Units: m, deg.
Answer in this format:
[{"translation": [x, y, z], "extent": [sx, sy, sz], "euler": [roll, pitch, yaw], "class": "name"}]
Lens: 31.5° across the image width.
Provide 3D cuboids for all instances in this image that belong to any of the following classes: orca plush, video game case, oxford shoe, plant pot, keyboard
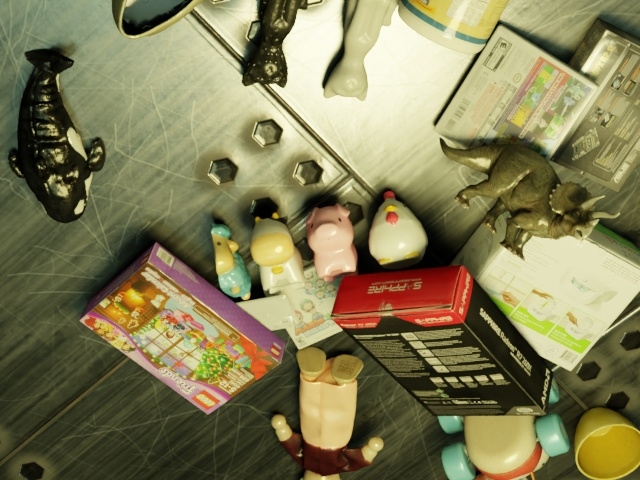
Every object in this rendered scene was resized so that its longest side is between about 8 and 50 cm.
[{"translation": [-0.408, -0.143, 1.759], "extent": [0.151, 0.102, 0.287], "euler": [9, 118, -11], "class": "orca plush"}, {"translation": [0.000, 0.106, 1.988], "extent": [0.157, 0.019, 0.143], "euler": [-25, 119, 9], "class": "video game case"}, {"translation": [0.308, -0.210, 1.799], "extent": [0.183, 0.023, 0.201], "euler": [33, 113, 3], "class": "video game case"}, {"translation": [-0.147, -0.429, 1.594], "extent": [0.140, 0.146, 0.397], "euler": [35, 111, -21], "class": "oxford shoe"}, {"translation": [0.536, 0.372, 2.148], "extent": [0.134, 0.095, 0.134], "euler": [-3, 119, -5], "class": "plant pot"}, {"translation": [-0.166, 0.139, 1.956], "extent": [0.256, 0.014, 0.072], "euler": [-11, 124, 18], "class": "keyboard"}]

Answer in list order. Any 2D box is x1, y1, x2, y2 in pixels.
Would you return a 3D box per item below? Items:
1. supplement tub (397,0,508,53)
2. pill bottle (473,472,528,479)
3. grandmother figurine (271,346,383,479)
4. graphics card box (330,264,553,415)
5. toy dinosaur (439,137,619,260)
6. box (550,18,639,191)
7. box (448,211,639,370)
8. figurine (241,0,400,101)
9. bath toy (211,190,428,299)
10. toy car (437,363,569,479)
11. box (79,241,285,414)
[{"translation": [0.215, -0.389, 1.654], "extent": [0.144, 0.144, 0.200], "euler": [20, 115, -16], "class": "supplement tub"}, {"translation": [0.307, 0.529, 2.201], "extent": [0.216, 0.121, 0.121], "euler": [-39, 116, 16], "class": "pill bottle"}, {"translation": [0.014, 0.363, 2.098], "extent": [0.207, 0.104, 0.343], "euler": [17, 124, 17], "class": "grandmother figurine"}, {"translation": [0.211, 0.178, 1.901], "extent": [0.232, 0.094, 0.371], "euler": [-8, 142, 35], "class": "graphics card box"}, {"translation": [0.316, -0.074, 1.775], "extent": [0.160, 0.313, 0.121], "euler": [-47, 145, 10], "class": "toy dinosaur"}, {"translation": [0.463, -0.213, 1.829], "extent": [0.183, 0.056, 0.231], "euler": [22, 115, -15], "class": "box"}, {"translation": [0.383, 0.061, 1.937], "extent": [0.262, 0.127, 0.231], "euler": [26, 113, -18], "class": "box"}, {"translation": [-0.001, -0.308, 1.723], "extent": [0.214, 0.092, 0.209], "euler": [9, 126, -11], "class": "figurine"}, {"translation": [0.000, 0.000, 1.875], "extent": [0.348, 0.151, 0.129], "euler": [-10, 75, 2], "class": "bath toy"}, {"translation": [0.362, 0.378, 2.088], "extent": [0.219, 0.210, 0.238], "euler": [-22, 132, 19], "class": "toy car"}, {"translation": [-0.234, 0.156, 1.935], "extent": [0.293, 0.057, 0.201], "euler": [39, 125, -19], "class": "box"}]
